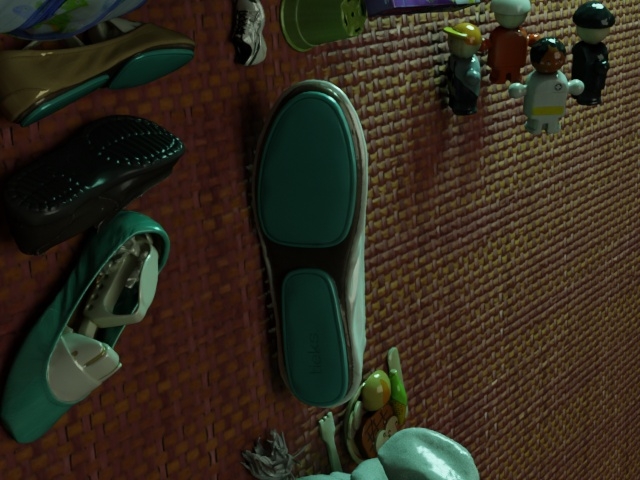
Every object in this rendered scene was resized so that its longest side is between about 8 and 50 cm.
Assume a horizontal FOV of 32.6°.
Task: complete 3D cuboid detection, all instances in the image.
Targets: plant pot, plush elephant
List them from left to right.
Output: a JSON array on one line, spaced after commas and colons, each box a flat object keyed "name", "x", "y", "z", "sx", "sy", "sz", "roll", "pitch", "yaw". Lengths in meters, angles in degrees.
[{"name": "plant pot", "x": 0.009, "y": -0.264, "z": 1.279, "sx": 0.083, "sy": 0.079, "sz": 0.083, "roll": -10, "pitch": 103, "yaw": -53}, {"name": "plush elephant", "x": 0.071, "y": 0.369, "z": 1.307, "sx": 0.272, "sy": 0.255, "sz": 0.330, "roll": -51, "pitch": 132, "yaw": -32}]

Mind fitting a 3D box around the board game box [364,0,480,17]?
[{"name": "board game box", "x": 0.087, "y": -0.446, "z": 1.317, "sx": 0.208, "sy": 0.056, "sz": 0.347, "roll": -19, "pitch": 96, "yaw": -47}]

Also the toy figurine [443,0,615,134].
[{"name": "toy figurine", "x": 0.294, "y": -0.262, "z": 1.557, "sx": 0.209, "sy": 0.213, "sz": 0.148, "roll": -33, "pitch": 133, "yaw": -41}]

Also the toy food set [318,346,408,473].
[{"name": "toy food set", "x": 0.076, "y": 0.243, "z": 1.483, "sx": 0.192, "sy": 0.038, "sz": 0.132, "roll": -39, "pitch": 125, "yaw": -44}]

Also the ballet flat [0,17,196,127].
[{"name": "ballet flat", "x": -0.207, "y": -0.173, "z": 1.012, "sx": 0.232, "sy": 0.080, "sz": 0.073, "roll": -32, "pitch": 91, "yaw": -50}]

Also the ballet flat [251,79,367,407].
[{"name": "ballet flat", "x": 0.000, "y": 0.000, "z": 1.291, "sx": 0.139, "sy": 0.139, "sz": 0.400, "roll": -26, "pitch": 120, "yaw": -49}]

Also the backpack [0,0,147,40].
[{"name": "backpack", "x": -0.219, "y": -0.278, "z": 0.646, "sx": 0.355, "sy": 0.290, "sz": 0.273, "roll": 40, "pitch": 24, "yaw": -15}]

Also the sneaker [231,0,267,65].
[{"name": "sneaker", "x": -0.081, "y": -0.232, "z": 1.202, "sx": 0.037, "sy": 0.032, "sz": 0.083, "roll": -34, "pitch": 121, "yaw": -46}]

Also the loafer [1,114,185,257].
[{"name": "loafer", "x": -0.216, "y": -0.053, "z": 1.027, "sx": 0.220, "sy": 0.080, "sz": 0.078, "roll": -33, "pitch": 154, "yaw": -48}]

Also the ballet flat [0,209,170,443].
[{"name": "ballet flat", "x": -0.214, "y": 0.078, "z": 1.025, "sx": 0.083, "sy": 0.087, "sz": 0.247, "roll": 48, "pitch": 58, "yaw": -46}]
